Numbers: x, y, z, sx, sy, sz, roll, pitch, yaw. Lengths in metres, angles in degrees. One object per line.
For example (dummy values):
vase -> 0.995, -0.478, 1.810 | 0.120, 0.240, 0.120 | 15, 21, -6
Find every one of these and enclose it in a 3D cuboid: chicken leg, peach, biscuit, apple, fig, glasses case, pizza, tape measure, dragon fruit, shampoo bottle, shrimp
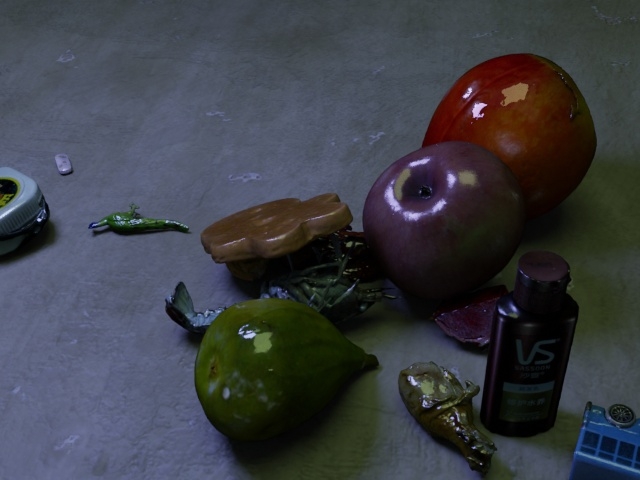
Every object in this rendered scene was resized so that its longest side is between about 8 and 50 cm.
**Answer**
chicken leg -> 0.210, 0.273, 1.287 | 0.103, 0.088, 0.228 | -10, 33, -32
peach -> 0.376, -0.201, 1.685 | 0.370, 0.370, 0.370 | -1, 37, 1
biscuit -> -0.093, -0.019, 1.512 | 0.275, 0.052, 0.355 | -26, 15, -30
apple -> 0.219, -0.039, 1.482 | 0.306, 0.235, 0.305 | -15, 58, 26
chicken leg -> -0.005, 0.006, 1.662 | 0.323, 0.083, 0.177 | 4, 29, 5
fig -> -0.068, 0.212, 1.331 | 0.233, 0.233, 0.314 | 23, 0, 29
glasses case -> -0.625, -0.187, 1.977 | 0.032, 0.021, 0.083 | -14, 39, -19
pizza -> -0.150, 0.025, 1.635 | 0.099, 0.036, 0.160 | -50, 41, 1
tape measure -> -0.696, -0.037, 1.718 | 0.207, 0.115, 0.235 | 26, 54, 32
dragon fruit -> 0.283, 0.144, 1.462 | 0.147, 0.096, 0.102 | -18, 15, 32
shampoo bottle -> 0.317, 0.163, 1.229 | 0.129, 0.323, 0.084 | -1, 38, 0
shrimp -> -0.070, 0.101, 1.479 | 0.411, 0.166, 0.221 | -18, 16, 1

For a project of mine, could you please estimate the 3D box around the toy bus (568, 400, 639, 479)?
toy bus -> 0.484, 0.336, 1.170 | 0.234, 0.116, 0.133 | 14, 41, 23

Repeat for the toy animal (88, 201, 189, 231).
toy animal -> -0.391, -0.047, 1.771 | 0.217, 0.041, 0.075 | 1, 39, -3
